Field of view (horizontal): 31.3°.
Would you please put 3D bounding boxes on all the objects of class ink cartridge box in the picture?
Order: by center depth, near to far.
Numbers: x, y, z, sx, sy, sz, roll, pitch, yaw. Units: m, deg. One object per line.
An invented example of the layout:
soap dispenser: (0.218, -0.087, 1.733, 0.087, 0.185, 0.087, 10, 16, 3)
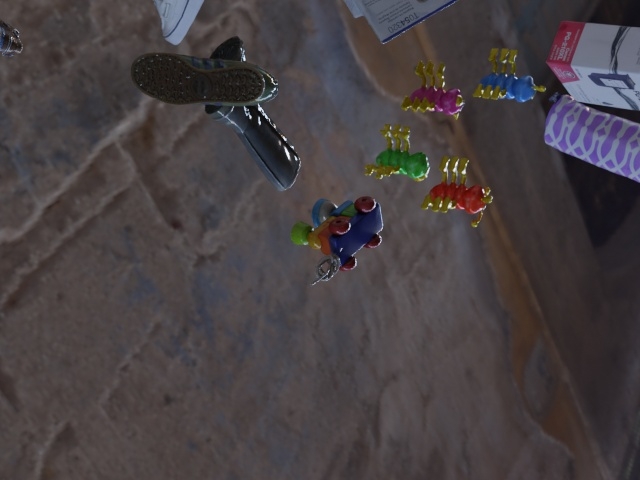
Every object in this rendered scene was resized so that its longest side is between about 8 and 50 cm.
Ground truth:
ink cartridge box: (0.583, -0.330, 2.191, 0.237, 0.172, 0.100, 15, -102, 37)
ink cartridge box: (0.168, -0.611, 2.380, 0.324, 0.330, 0.071, -31, 176, -10)

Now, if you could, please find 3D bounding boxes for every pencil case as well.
pencil case: (0.434, -0.151, 1.704, 0.206, 0.086, 0.088, 29, -127, 26)

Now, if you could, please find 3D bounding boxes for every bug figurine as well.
bug figurine: (0.195, -0.155, 1.674, 0.216, 0.072, 0.279, 16, -109, 34)

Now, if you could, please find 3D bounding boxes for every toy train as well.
toy train: (0.000, 0.000, 2.210, 0.143, 0.105, 0.248, 14, -141, 35)

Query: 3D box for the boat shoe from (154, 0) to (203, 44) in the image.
boat shoe: (-0.245, -0.420, 1.954, 0.096, 0.088, 0.267, -67, -168, -16)

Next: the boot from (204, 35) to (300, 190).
boot: (-0.105, -0.209, 1.881, 0.076, 0.208, 0.189, -18, -130, 34)

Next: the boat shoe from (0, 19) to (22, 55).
boat shoe: (-0.575, -0.360, 2.034, 0.066, 0.066, 0.183, -62, -147, 13)

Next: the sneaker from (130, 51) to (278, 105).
sneaker: (-0.141, -0.202, 1.467, 0.192, 0.064, 0.086, 9, -172, 23)
